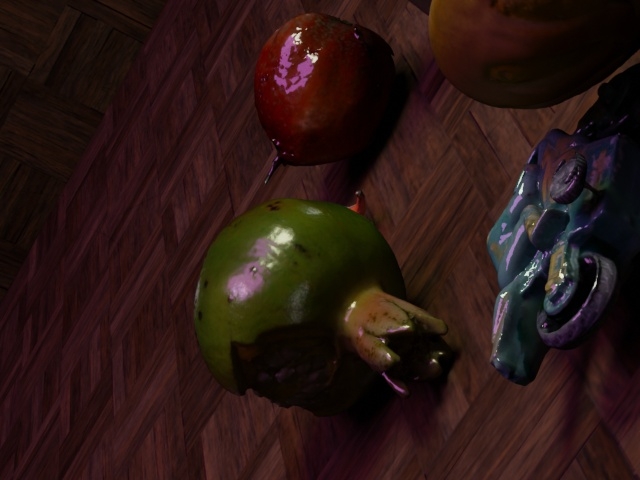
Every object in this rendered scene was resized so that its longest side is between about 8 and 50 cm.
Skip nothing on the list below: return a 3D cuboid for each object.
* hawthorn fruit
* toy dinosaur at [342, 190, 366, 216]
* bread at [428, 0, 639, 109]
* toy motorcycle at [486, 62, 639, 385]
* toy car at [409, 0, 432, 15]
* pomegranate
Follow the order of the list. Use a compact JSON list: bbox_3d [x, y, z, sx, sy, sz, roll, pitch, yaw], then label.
[{"bbox_3d":[-0.010,-0.170,2.037,0.235,0.181,0.181,-61,18,-3],"label":"hawthorn fruit"},{"bbox_3d":[0.005,0.003,1.974,0.279,0.055,0.101,-40,21,54],"label":"toy dinosaur"},{"bbox_3d":[0.233,-0.246,1.360,0.333,0.160,0.333,-46,-15,-16],"label":"bread"},{"bbox_3d":[0.203,-0.015,1.359,0.198,0.109,0.296,-42,22,45],"label":"toy motorcycle"},{"bbox_3d":[0.090,-0.389,1.800,0.242,0.336,0.226,-58,21,19],"label":"toy car"},{"bbox_3d":[0.009,0.073,1.652,0.302,0.236,0.236,7,71,46],"label":"pomegranate"}]
